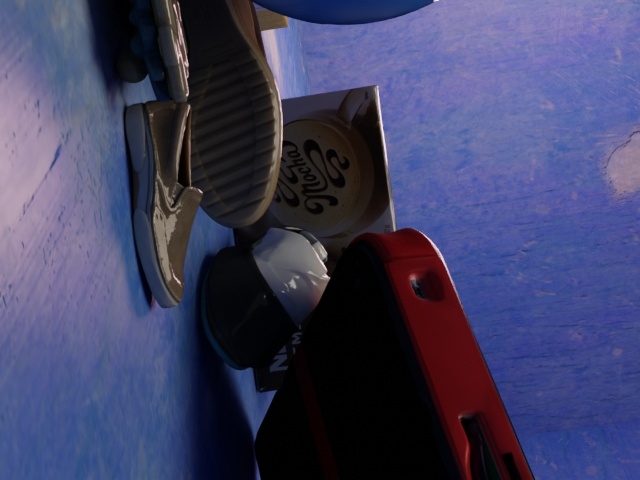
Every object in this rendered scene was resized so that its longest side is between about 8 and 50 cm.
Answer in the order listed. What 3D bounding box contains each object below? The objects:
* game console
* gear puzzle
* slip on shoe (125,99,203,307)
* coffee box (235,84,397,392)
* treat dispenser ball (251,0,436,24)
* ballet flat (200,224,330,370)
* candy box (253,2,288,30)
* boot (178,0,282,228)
[{"bbox_3d":[0.049,0.220,0.843,0.342,0.060,0.387,113,-30,-43],"label":"game console"},{"bbox_3d":[-0.133,-0.257,0.681,0.175,0.044,0.339,-108,-172,-68],"label":"gear puzzle"},{"bbox_3d":[-0.097,-0.025,0.719,0.051,0.041,0.135,62,20,-79],"label":"slip on shoe"},{"bbox_3d":[0.000,0.000,1.175,0.119,0.168,0.297,-3,85,-86],"label":"coffee box"},{"bbox_3d":[0.017,-0.303,0.803,0.288,0.288,0.288,-8,90,-86],"label":"treat dispenser ball"},{"bbox_3d":[-0.042,0.030,0.976,0.095,0.096,0.280,56,7,-10],"label":"ballet flat"},{"bbox_3d":[-0.085,-0.377,1.573,0.187,0.053,0.109,60,23,-83],"label":"candy box"},{"bbox_3d":[-0.069,-0.117,0.948,0.207,0.090,0.249,54,24,-77],"label":"boot"}]
